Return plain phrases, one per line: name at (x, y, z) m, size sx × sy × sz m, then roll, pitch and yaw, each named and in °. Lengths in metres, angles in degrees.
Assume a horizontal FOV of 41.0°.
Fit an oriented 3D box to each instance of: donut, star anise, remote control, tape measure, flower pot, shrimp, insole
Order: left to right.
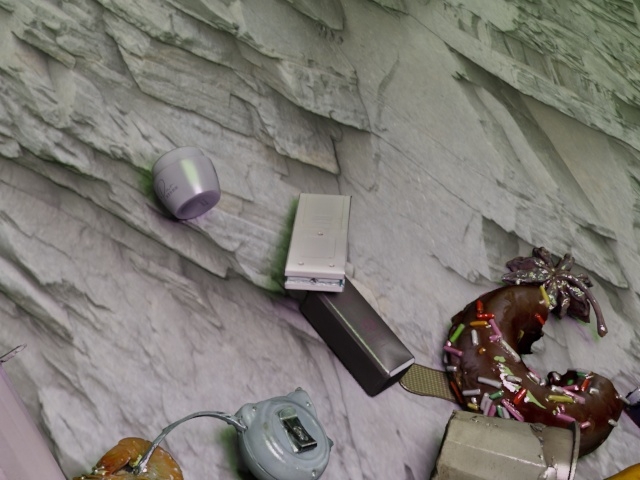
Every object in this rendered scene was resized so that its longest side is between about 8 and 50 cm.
shrimp at (-0.263, 0.322, 1.170) m, size 0.115 × 0.051 × 0.217 m, roll 54°, pitch 17°, yaw 26°
tape measure at (-0.107, 0.302, 1.232) m, size 0.330 × 0.084 × 0.164 m, roll -4°, pitch 48°, yaw -52°
remote control at (0.000, 0.000, 1.554) m, size 0.103 × 0.055 × 0.277 m, roll 3°, pitch 31°, yaw 3°
insole at (0.254, 0.265, 1.538) m, size 0.253 × 0.005 × 0.086 m, roll 12°, pitch 48°, yaw -15°
flower pot at (0.284, 0.353, 1.340) m, size 0.203 × 0.212 × 0.212 m, roll 19°, pitch 45°, yaw 11°
donut at (0.362, 0.230, 1.524) m, size 0.259 × 0.136 × 0.345 m, roll -11°, pitch 57°, yaw -36°
star anise at (0.479, 0.096, 1.727) m, size 0.231 × 0.089 × 0.209 m, roll 20°, pitch 53°, yaw 9°

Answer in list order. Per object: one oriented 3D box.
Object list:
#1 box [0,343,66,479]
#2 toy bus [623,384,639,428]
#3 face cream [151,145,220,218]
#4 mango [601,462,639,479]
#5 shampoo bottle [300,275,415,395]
box at (-0.453, 0.294, 1.060) m, size 0.262 × 0.291 × 0.206 m, roll -35°, pitch 95°, yaw -48°
toy bus at (0.702, 0.246, 1.534) m, size 0.153 × 0.329 × 0.143 m, roll -21°, pitch 62°, yaw -39°
face cream at (-0.243, -0.105, 1.552) m, size 0.117 × 0.117 × 0.104 m, roll -16°, pitch 67°, yaw -34°
mango at (0.559, 0.441, 1.468) m, size 0.165 × 0.089 × 0.115 m, roll -12°, pitch 57°, yaw -29°
shampoo bottle at (0.052, 0.148, 1.494) m, size 0.080 × 0.079 × 0.246 m, roll -24°, pitch 64°, yaw -38°
